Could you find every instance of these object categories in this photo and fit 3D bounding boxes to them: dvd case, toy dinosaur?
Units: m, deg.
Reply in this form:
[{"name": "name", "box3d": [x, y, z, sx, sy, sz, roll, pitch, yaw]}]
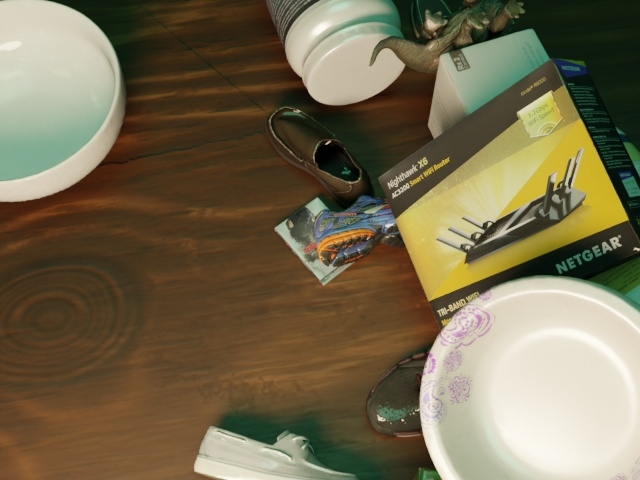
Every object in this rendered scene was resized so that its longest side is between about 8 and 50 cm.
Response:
[{"name": "dvd case", "box3d": [0.000, 0.000, 1.227, 0.087, 0.013, 0.119, -36, 71, -14]}, {"name": "toy dinosaur", "box3d": [0.208, -0.310, 1.219, 0.313, 0.160, 0.121, -42, 79, -18]}]

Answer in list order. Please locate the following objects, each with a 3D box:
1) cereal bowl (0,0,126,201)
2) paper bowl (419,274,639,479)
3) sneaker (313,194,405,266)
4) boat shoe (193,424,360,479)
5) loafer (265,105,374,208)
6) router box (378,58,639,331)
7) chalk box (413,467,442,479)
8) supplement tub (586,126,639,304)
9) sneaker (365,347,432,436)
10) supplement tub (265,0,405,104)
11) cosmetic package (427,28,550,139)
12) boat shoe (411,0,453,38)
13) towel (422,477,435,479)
[{"name": "cereal bowl", "box3d": [-0.464, -0.202, 1.259, 0.339, 0.141, 0.339, 0, 64, 1]}, {"name": "paper bowl", "box3d": [0.265, 0.183, 0.899, 0.284, 0.148, 0.284, -2, 85, 25]}, {"name": "sneaker", "box3d": [0.090, -0.036, 1.200, 0.221, 0.083, 0.087, -14, 57, -17]}, {"name": "boat shoe", "box3d": [-0.051, 0.288, 1.058, 0.228, 0.079, 0.081, 9, 70, 8]}, {"name": "loafer", "box3d": [0.001, -0.144, 1.258, 0.220, 0.078, 0.080, 40, 72, 17]}, {"name": "router box", "box3d": [0.239, -0.043, 1.017, 0.081, 0.309, 0.243, -8, 72, -44]}, {"name": "chalk box", "box3d": [0.167, 0.399, 0.974, 0.132, 0.132, 0.213, 8, 64, 4]}, {"name": "supplement tub", "box3d": [0.394, 0.024, 1.091, 0.228, 0.228, 0.316, -26, 68, -11]}, {"name": "sneaker", "box3d": [0.191, 0.161, 1.066, 0.281, 0.162, 0.106, -23, 67, -10]}, {"name": "supplement tub", "box3d": [0.015, -0.377, 1.304, 0.191, 0.191, 0.272, -17, 66, -7]}, {"name": "cosmetic package", "box3d": [0.265, -0.188, 1.216, 0.151, 0.183, 0.151, -18, 67, -7]}, {"name": "boat shoe", "box3d": [0.213, -0.340, 1.348, 0.080, 0.073, 0.223, -14, 66, -6]}, {"name": "towel", "box3d": [0.026, 0.472, 0.838, 0.374, 0.090, 0.320, -26, 69, -3]}]
